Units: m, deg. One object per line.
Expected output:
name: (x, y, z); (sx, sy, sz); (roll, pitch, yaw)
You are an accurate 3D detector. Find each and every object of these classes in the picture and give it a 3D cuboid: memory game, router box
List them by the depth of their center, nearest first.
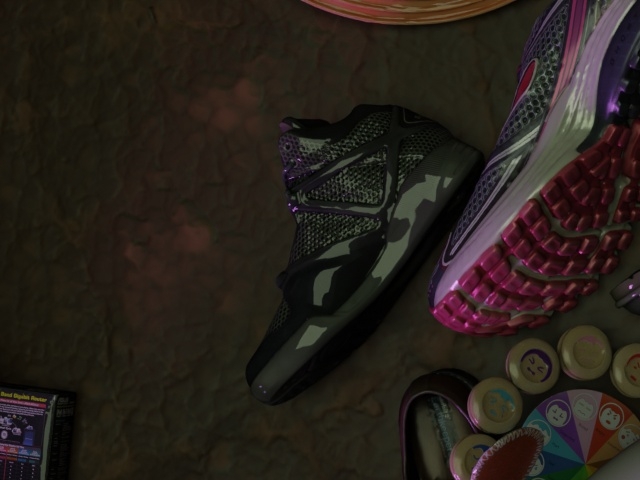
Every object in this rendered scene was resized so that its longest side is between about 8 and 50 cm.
memory game: (0.174, 0.147, 1.017); (0.186, 0.012, 0.186); (3, 79, -14)
router box: (-0.250, 0.153, 1.188); (0.122, 0.038, 0.092); (6, 89, 18)

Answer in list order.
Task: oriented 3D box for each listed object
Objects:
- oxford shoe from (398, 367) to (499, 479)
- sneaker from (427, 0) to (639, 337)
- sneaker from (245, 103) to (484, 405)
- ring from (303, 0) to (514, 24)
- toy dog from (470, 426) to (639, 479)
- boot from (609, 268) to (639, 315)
oxford shoe: (0.099, 0.199, 1.046); (0.082, 0.096, 0.227); (-24, 82, 13)
sneaker: (0.164, -0.068, 1.040); (0.112, 0.121, 0.299); (40, 101, 44)
sneaker: (0.000, 0.000, 1.093); (0.130, 0.087, 0.228); (36, 95, 18)
ring: (0.053, -0.305, 1.041); (0.336, 0.032, 0.337); (6, 119, 11)
toy dog: (0.181, 0.182, 0.904); (0.333, 0.161, 0.220); (-43, 92, 1)
boot: (0.309, 0.082, 1.004); (0.189, 0.076, 0.209); (-24, 87, 17)
